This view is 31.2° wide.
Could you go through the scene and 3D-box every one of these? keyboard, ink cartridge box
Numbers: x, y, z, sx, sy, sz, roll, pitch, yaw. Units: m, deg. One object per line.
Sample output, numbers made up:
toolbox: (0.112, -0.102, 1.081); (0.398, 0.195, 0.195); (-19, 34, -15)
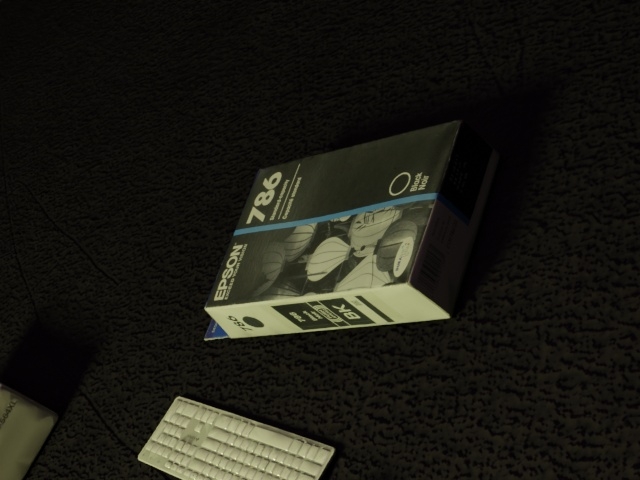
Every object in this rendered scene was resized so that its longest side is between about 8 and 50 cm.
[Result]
keyboard: (-0.080, 0.188, 1.006); (0.256, 0.014, 0.072); (6, 63, 53)
ink cartridge box: (0.000, 0.000, 1.044); (0.333, 0.065, 0.165); (-12, 50, 47)
ink cartridge box: (-0.405, 0.226, 1.309); (0.203, 0.086, 0.148); (10, 67, 54)
